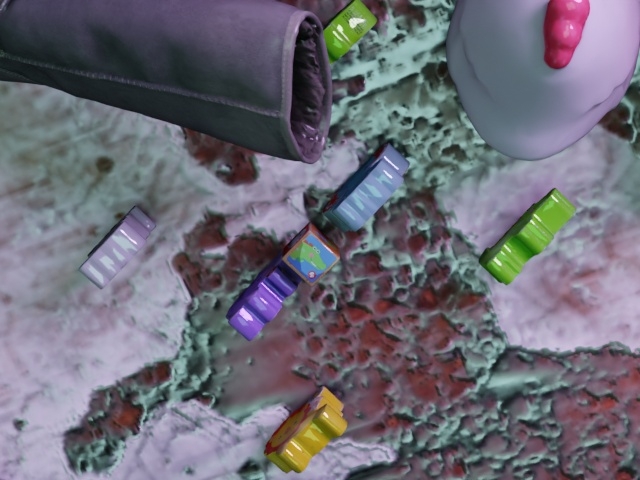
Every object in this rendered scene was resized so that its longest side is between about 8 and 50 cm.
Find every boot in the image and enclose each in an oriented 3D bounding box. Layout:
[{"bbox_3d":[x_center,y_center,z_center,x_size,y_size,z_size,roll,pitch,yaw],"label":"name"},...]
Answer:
[{"bbox_3d":[-0.105,-0.112,0.674,0.209,0.189,0.076,21,73,22],"label":"boot"}]

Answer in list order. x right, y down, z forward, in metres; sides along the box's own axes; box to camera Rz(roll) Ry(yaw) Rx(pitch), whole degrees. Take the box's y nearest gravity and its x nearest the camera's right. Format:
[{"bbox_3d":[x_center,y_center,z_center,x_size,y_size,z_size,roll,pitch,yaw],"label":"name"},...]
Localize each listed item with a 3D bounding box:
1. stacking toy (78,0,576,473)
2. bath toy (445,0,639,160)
[{"bbox_3d":[0.000,0.000,0.781,0.221,0.052,0.167,-44,100,10],"label":"stacking toy"},{"bbox_3d":[0.237,-0.099,0.697,0.348,0.129,0.151,4,85,1],"label":"bath toy"}]
